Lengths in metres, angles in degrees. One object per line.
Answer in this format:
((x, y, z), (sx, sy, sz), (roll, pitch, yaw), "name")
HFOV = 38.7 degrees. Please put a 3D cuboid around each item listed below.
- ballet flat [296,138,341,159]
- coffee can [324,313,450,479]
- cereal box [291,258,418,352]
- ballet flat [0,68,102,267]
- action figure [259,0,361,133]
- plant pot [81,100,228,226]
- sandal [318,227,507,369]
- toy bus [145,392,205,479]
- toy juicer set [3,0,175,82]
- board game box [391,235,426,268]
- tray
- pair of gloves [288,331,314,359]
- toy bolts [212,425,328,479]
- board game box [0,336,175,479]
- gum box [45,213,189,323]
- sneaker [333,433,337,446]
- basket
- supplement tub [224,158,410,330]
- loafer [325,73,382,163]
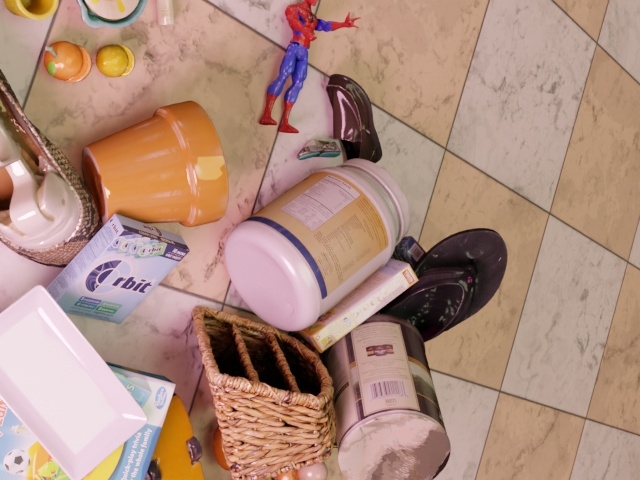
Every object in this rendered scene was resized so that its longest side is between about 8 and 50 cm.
((-0.008, -0.183, 1.822), (0.114, 0.041, 0.041), (-9, 104, -43), "ballet flat")
((0.118, 0.301, 1.706), (0.202, 0.275, 0.201), (-2, 124, -3), "coffee can")
((0.057, 0.117, 1.793), (0.240, 0.173, 0.047), (-34, 107, -12), "cereal box")
((-0.458, -0.118, 1.286), (0.164, 0.182, 0.482), (-31, 122, -8), "ballet flat")
((-0.020, -0.345, 1.712), (0.091, 0.139, 0.280), (15, 85, -46), "action figure")
((-0.275, -0.109, 1.474), (0.188, 0.205, 0.205), (-15, 109, -26), "plant pot")
((0.201, 0.145, 1.832), (0.446, 0.107, 0.167), (-36, 107, 1), "sandal")
((-0.275, 0.429, 1.604), (0.108, 0.130, 0.332), (-26, 115, -39), "toy bus")
((-0.318, -0.371, 1.444), (0.329, 0.090, 0.209), (-40, 123, -33), "toy juicer set")
((0.185, 0.085, 1.974), (0.194, 0.194, 0.060), (48, 64, -17), "board game box")
((-0.390, 0.211, 1.348), (0.145, 0.030, 0.270), (-40, 106, -21), "tray")
((-0.038, 0.208, 1.879), (0.074, 0.010, 0.083), (-48, 124, -25), "pair of gloves")
((-0.098, 0.449, 1.704), (0.218, 0.159, 0.228), (62, 27, -25), "toy bolts")
((-0.423, 0.292, 1.395), (0.336, 0.079, 0.253), (20, 83, -24), "board game box")
((-0.326, 0.050, 1.462), (0.184, 0.041, 0.157), (-44, 148, 16), "gum box")
((0.051, 0.359, 1.907), (0.385, 0.145, 0.147), (26, 61, -52), "sneaker")
((-0.091, 0.240, 1.602), (0.214, 0.299, 0.222), (-14, 110, -8), "basket")
((0.000, 0.000, 1.725), (0.316, 0.228, 0.228), (-37, 121, -34), "supplement tub")
((0.062, -0.233, 1.845), (0.078, 0.080, 0.220), (-45, 126, -30), "loafer")
